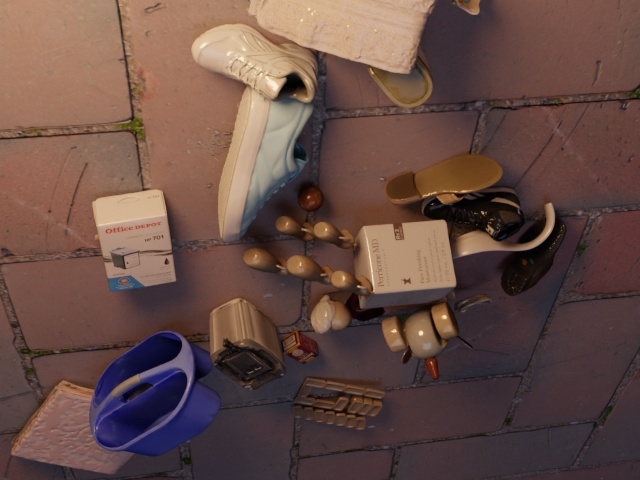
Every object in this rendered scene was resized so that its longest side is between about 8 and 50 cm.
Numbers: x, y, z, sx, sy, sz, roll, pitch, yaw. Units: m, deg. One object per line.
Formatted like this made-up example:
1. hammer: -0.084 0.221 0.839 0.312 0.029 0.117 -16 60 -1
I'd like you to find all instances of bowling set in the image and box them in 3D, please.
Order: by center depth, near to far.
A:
1. bowling set: 0.000 0.000 1.752 0.287 0.200 0.154 16 176 30

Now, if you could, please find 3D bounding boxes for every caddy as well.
1. caddy: -0.400 0.361 1.992 0.341 0.241 0.179 -33 141 21

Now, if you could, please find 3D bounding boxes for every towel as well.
1. towel: 0.039 -0.382 1.310 0.282 0.049 0.187 16 121 -5
2. towel: -0.608 0.499 2.232 0.317 0.053 0.332 21 128 -31

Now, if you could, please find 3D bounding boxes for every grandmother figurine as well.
1. grandmother figurine: 0.140 0.141 1.979 0.342 0.104 0.208 -19 144 7

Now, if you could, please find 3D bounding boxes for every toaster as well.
1. toaster: -0.180 0.237 1.974 0.129 0.146 0.227 -28 137 16

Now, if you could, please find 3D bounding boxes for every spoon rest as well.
1. spoon rest: 0.396 0.001 1.886 0.276 0.084 0.137 -22 177 8

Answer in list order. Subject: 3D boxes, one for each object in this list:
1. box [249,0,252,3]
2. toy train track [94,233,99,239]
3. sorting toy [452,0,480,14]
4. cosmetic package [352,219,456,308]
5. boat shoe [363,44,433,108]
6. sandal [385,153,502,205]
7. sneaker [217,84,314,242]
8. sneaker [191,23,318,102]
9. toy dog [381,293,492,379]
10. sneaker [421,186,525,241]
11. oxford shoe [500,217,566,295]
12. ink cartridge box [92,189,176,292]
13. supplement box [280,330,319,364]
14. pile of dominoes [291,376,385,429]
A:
1. box: -0.107 -0.441 1.329 0.094 0.027 0.137 -31 135 19
2. toy train track: -0.421 -0.010 1.737 0.083 0.014 0.048 -2 132 -19
3. sorting toy: 0.236 -0.408 1.414 0.083 0.075 0.045 19 130 -30
4. cosmetic package: 0.175 0.053 1.820 0.183 0.151 0.151 -5 164 -10
5. boat shoe: 0.086 -0.362 1.407 0.113 0.103 0.302 -24 117 20
6. sandal: 0.258 -0.112 1.756 0.240 0.088 0.079 -12 153 10
7. sneaker: -0.102 -0.126 1.600 0.150 0.135 0.366 7 136 -16
8. sneaker: -0.102 -0.291 1.429 0.232 0.115 0.090 7 134 -21
9. toy dog: 0.268 0.234 1.963 0.220 0.161 0.333 -21 170 36
10. sneaker: 0.331 -0.052 1.797 0.216 0.121 0.079 -6 137 -7
11. oxford shoe: 0.512 0.031 1.982 0.096 0.083 0.227 -10 142 -38
12. ink cartridge box: -0.372 0.003 1.700 0.139 0.082 0.191 -10 136 -11
13. supplement box: -0.052 0.269 2.119 0.055 0.043 0.083 -36 134 23
14. pile of dominoes: 0.046 0.448 2.364 0.251 0.040 0.196 14 133 -15
